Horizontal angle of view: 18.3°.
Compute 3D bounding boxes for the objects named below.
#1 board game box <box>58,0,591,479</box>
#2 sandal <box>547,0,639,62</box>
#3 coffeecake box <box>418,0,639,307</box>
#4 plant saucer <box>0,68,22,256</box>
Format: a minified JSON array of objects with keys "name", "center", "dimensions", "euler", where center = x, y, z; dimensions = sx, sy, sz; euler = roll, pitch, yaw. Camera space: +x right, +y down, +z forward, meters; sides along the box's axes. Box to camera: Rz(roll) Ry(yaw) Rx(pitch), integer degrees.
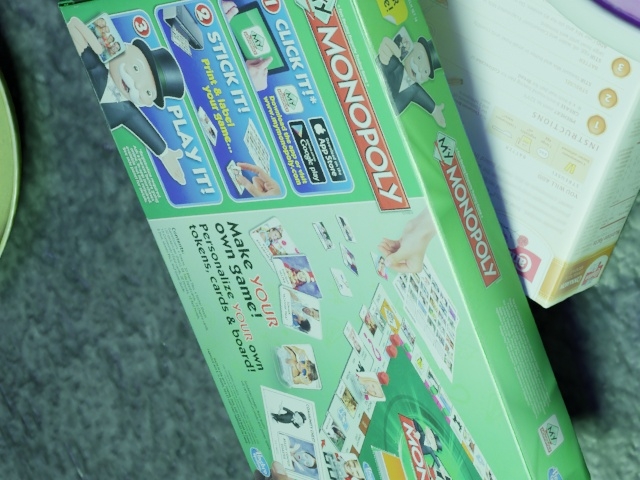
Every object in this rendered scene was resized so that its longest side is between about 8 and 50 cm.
[{"name":"board game box","center":[0.000,0.000,1.049],"dimensions":[0.213,0.046,0.317],"euler":[-4,114,44]},{"name":"sandal","center":[0.125,-0.214,0.918],"dimensions":[0.169,0.102,0.416],"euler":[-44,71,-10]},{"name":"coffeecake box","center":[0.106,-0.083,1.021],"dimensions":[0.142,0.068,0.185],"euler":[31,115,23]},{"name":"plant saucer","center":[-0.279,-0.064,1.290],"dimensions":[0.241,0.037,0.241],"euler":[8,105,31]}]
